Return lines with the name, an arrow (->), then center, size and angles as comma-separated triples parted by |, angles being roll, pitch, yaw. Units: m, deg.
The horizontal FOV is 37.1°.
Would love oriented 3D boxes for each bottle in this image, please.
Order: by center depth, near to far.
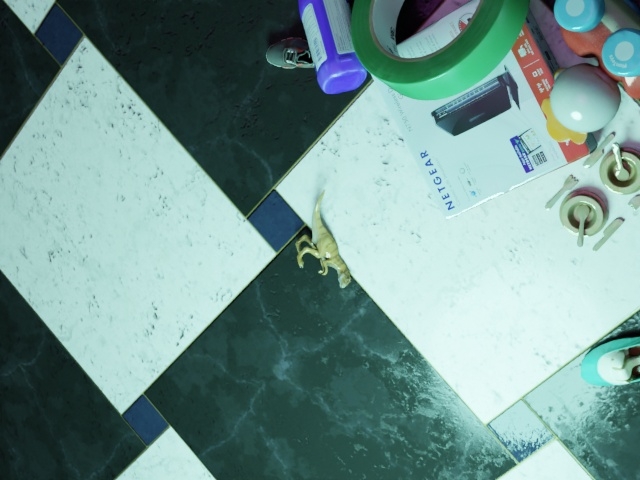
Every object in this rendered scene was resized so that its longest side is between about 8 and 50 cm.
bottle -> 0.011, -0.422, 1.787 | 0.092, 0.118, 0.283 | -13, 78, -9

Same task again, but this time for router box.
router box -> 0.291, -0.248, 1.736 | 0.301, 0.082, 0.336 | -27, 92, 30

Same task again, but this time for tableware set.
tableware set -> 0.503, -0.083, 1.704 | 0.128, 0.039, 0.194 | 42, 119, 10

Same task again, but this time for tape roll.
tape roll -> 0.202, -0.405, 1.647 | 0.321, 0.077, 0.322 | -15, 64, 35

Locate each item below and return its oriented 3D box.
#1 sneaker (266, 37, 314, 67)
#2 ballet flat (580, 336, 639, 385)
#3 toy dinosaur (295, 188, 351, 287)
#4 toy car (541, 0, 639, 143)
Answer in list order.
sneaker -> -0.043, -0.368, 1.877 | 0.157, 0.065, 0.061 | 4, 106, 25
ballet flat -> 0.579, 0.217, 1.728 | 0.247, 0.087, 0.083 | -22, 95, 30
toy dinosaur -> 0.000, 0.000, 1.978 | 0.112, 0.064, 0.212 | -20, 105, 12
toy car -> 0.437, -0.272, 1.560 | 0.210, 0.219, 0.238 | 50, 120, 20
